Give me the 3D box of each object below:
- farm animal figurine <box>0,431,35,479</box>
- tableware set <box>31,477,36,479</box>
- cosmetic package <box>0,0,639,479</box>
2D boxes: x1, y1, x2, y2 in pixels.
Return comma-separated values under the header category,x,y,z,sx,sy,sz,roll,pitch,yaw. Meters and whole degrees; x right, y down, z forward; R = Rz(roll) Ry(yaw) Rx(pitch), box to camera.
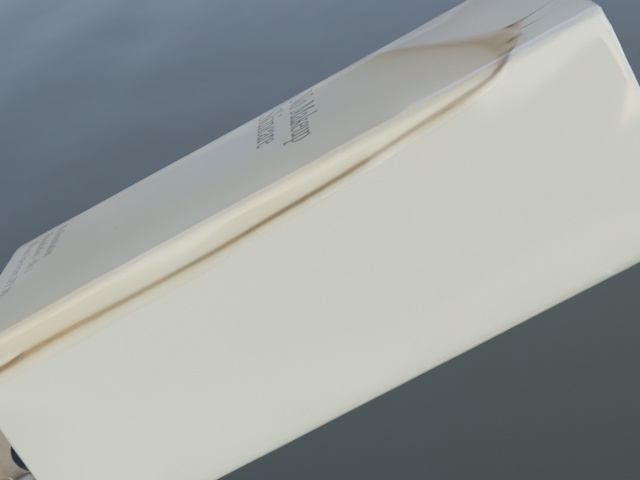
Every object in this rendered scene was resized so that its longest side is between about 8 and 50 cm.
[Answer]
category,x,y,z,sx,sy,sz,roll,pitch,yaw
farm animal figurine,-0.277,0.254,1.276,0.330,0.172,0.326,6,47,-49
tableware set,-0.157,0.183,0.875,0.104,0.024,0.154,30,3,20
cosmetic package,0.000,0.000,0.613,0.309,0.113,0.160,-29,17,6
